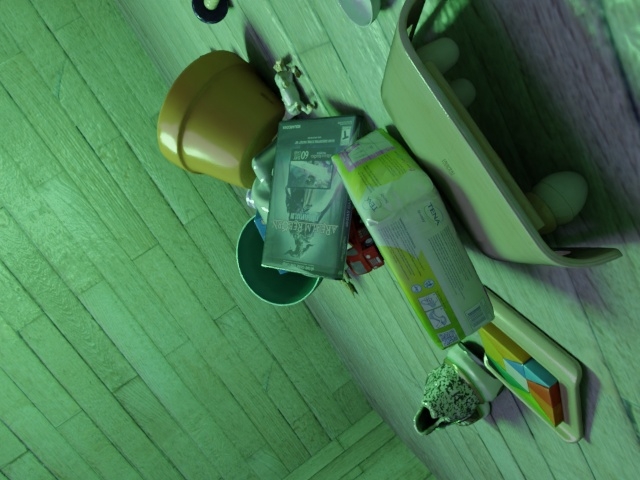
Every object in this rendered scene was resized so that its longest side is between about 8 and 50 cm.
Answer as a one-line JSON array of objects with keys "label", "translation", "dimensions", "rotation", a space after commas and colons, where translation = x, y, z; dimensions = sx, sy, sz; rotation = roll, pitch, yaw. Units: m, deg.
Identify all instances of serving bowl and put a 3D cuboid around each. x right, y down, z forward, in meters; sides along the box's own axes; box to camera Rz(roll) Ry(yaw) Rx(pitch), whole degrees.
[{"label": "serving bowl", "translation": [0.046, -0.300, 0.682], "dimensions": [0.083, 0.027, 0.083], "rotation": [53, 170, 14]}]

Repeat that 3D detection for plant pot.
[{"label": "plant pot", "translation": [-0.190, -0.250, 1.291], "dimensions": [0.203, 0.291, 0.291], "rotation": [34, 163, 19]}, {"label": "plant pot", "translation": [-0.085, 0.038, 1.771], "dimensions": [0.290, 0.290, 0.195], "rotation": [54, -155, 10]}]

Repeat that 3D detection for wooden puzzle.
[{"label": "wooden puzzle", "translation": [0.330, 0.209, 0.937], "dimensions": [0.221, 0.044, 0.239], "rotation": [46, 166, 44]}]

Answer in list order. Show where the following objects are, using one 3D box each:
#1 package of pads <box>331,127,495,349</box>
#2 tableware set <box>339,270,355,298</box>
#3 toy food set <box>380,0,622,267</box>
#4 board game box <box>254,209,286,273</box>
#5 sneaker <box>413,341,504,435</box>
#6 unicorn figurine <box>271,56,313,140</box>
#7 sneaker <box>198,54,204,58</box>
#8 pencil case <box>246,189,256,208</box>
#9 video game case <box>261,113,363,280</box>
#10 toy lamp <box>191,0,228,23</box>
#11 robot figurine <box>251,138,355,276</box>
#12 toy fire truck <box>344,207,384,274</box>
[{"label": "package of pads", "translation": [0.122, -0.023, 0.817], "dimensions": [0.229, 0.101, 0.296], "rotation": [58, -174, -26]}, {"label": "tableware set", "translation": [0.066, 0.118, 1.904], "dimensions": [0.141, 0.020, 0.168], "rotation": [61, 169, -27]}, {"label": "toy food set", "translation": [0.174, -0.104, 0.611], "dimensions": [0.306, 0.092, 0.220], "rotation": [57, -179, 1]}, {"label": "board game box", "translation": [-0.106, -0.037, 1.446], "dimensions": [0.210, 0.047, 0.160], "rotation": [-88, -23, -62]}, {"label": "sneaker", "translation": [0.271, 0.357, 1.273], "dimensions": [0.158, 0.182, 0.410], "rotation": [50, 168, 28]}, {"label": "unicorn figurine", "translation": [-0.061, -0.281, 1.141], "dimensions": [0.111, 0.060, 0.162], "rotation": [-154, 55, -63]}, {"label": "sneaker", "translation": [-0.284, -0.424, 1.667], "dimensions": [0.091, 0.094, 0.258], "rotation": [-109, 0, -48]}, {"label": "pencil case", "translation": [-0.109, -0.110, 1.612], "dimensions": [0.206, 0.086, 0.088], "rotation": [17, 174, 23]}, {"label": "video game case", "translation": [-0.019, -0.078, 1.006], "dimensions": [0.026, 0.274, 0.196], "rotation": [8, 179, -45]}, {"label": "toy lamp", "translation": [-0.207, -0.482, 1.121], "dimensions": [0.080, 0.080, 0.274], "rotation": [59, 170, -16]}, {"label": "robot figurine", "translation": [-0.019, -0.059, 1.241], "dimensions": [0.300, 0.200, 0.353], "rotation": [33, 157, 46]}, {"label": "toy fire truck", "translation": [0.035, 0.002, 1.027], "dimensions": [0.047, 0.135, 0.192], "rotation": [53, -165, -34]}]
